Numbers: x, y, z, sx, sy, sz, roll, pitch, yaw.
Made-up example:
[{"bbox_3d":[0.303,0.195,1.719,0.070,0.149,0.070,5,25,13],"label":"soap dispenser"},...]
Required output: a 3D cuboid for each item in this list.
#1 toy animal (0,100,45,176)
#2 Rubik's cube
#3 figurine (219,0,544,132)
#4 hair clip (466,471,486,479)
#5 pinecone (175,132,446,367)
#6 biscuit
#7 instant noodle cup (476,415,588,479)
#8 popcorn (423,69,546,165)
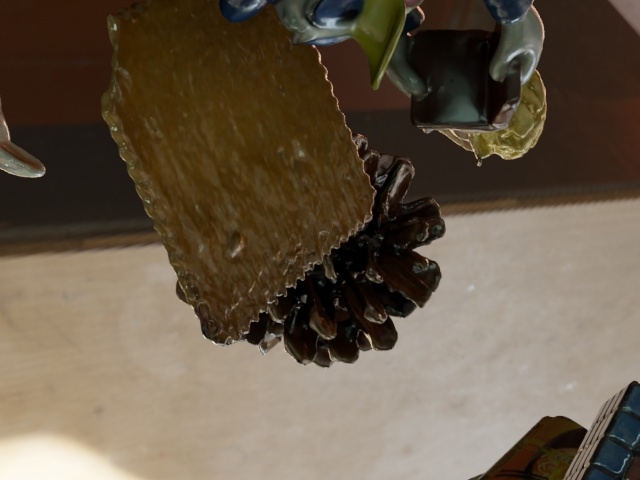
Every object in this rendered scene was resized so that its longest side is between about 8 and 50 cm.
[{"bbox_3d":[-0.421,-0.138,1.395,0.140,0.282,0.138,-32,148,12],"label":"toy animal"},{"bbox_3d":[0.230,0.167,0.853,0.092,0.092,0.092,-57,171,-16],"label":"Rubik's cube"},{"bbox_3d":[0.056,-0.201,0.882,0.338,0.204,0.284,-27,117,-35],"label":"figurine"},{"bbox_3d":[0.162,0.294,1.347,0.172,0.116,0.049,-26,105,13],"label":"hair clip"},{"bbox_3d":[-0.002,0.008,1.148,0.264,0.264,0.264,-13,136,-13],"label":"pinecone"},{"bbox_3d":[-0.054,-0.075,0.865,0.013,0.232,0.237,-9,111,40],"label":"biscuit"},{"bbox_3d":[0.227,0.290,1.158,0.182,0.230,0.230,-48,138,-13],"label":"instant noodle cup"},{"bbox_3d":[0.203,-0.165,1.473,0.152,0.167,0.148,-41,103,-10],"label":"popcorn"}]
